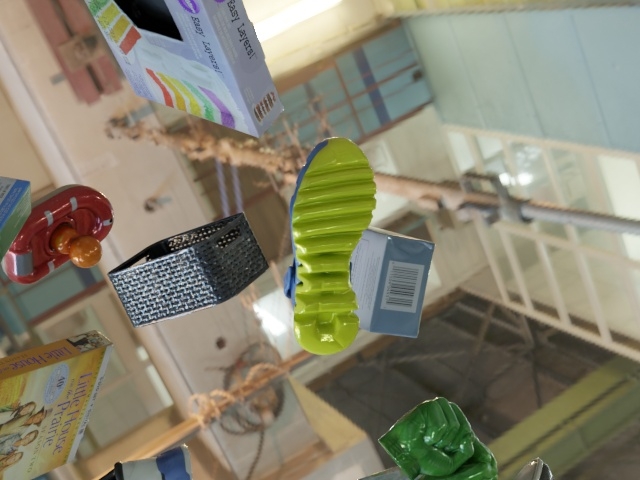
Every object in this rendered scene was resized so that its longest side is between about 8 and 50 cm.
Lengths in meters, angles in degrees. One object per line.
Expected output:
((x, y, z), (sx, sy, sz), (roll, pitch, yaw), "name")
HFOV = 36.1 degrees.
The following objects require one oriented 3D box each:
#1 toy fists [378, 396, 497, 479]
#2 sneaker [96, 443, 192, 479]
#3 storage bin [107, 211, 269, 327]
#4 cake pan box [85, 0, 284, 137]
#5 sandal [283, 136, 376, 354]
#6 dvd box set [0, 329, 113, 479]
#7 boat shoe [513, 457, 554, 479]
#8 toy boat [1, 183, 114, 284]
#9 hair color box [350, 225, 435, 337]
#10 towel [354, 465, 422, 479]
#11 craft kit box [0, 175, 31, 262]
((0.217, 0.375, 1.679), (0.142, 0.279, 0.096), (-41, -144, -6), "toy fists")
((-0.322, 0.481, 1.657), (0.182, 0.315, 0.127), (1, -155, -17), "sneaker")
((-0.175, 0.040, 1.300), (0.180, 0.084, 0.122), (-18, -167, 33), "storage bin")
((-0.189, -0.273, 1.281), (0.246, 0.267, 0.070), (21, -119, 29), "cake pan box")
((0.000, 0.000, 1.445), (0.126, 0.317, 0.138), (5, -163, -16), "sandal")
((-0.588, 0.347, 1.823), (0.062, 0.307, 0.420), (33, -157, 23), "dvd box set")
((0.288, 0.486, 1.444), (0.335, 0.095, 0.112), (-60, -176, -30), "boat shoe")
((-0.460, 0.000, 1.794), (0.151, 0.151, 0.231), (28, -138, 21), "toy boat")
((0.074, 0.061, 1.972), (0.113, 0.185, 0.374), (9, -176, -26), "hair color box")
((0.213, 0.560, 1.794), (0.320, 0.090, 0.374), (-13, -141, -21), "towel")
((-0.497, -0.007, 1.149), (0.246, 0.061, 0.250), (11, -147, -2), "craft kit box")
